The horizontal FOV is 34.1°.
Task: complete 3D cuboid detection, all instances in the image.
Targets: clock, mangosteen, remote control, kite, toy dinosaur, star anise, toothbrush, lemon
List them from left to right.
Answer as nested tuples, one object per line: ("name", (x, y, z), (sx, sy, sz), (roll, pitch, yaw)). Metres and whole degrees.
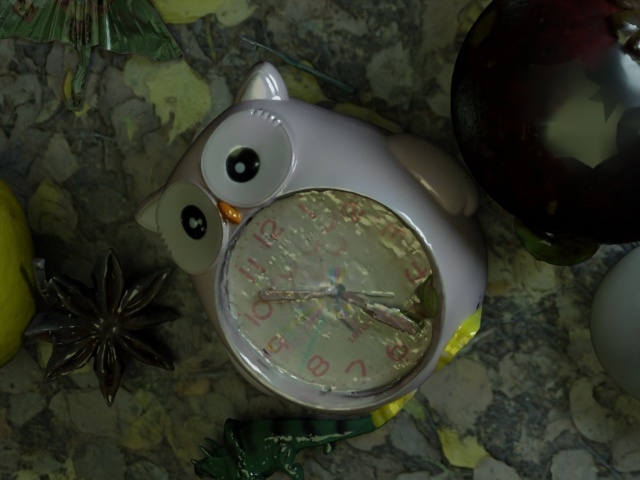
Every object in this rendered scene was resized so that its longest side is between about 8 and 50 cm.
("lemon", (-0.525, 0.044, 1.373), (0.336, 0.336, 0.336), (4, 104, 16))
("kite", (-0.318, -0.304, 1.387), (0.323, 0.013, 0.267), (9, 104, 17))
("star anise", (-0.299, 0.100, 1.401), (0.230, 0.081, 0.262), (-41, 122, 5))
("toy dinosaur", (-0.040, 0.289, 1.406), (0.292, 0.079, 0.120), (-7, 102, 15))
("toothbrush", (-0.031, -0.220, 1.317), (0.167, 0.011, 0.014), (27, 114, 10))
("clock", (0.000, 0.000, 1.233), (0.377, 0.250, 0.368), (42, 112, -2))
("mangosteen", (0.278, -0.128, 1.111), (0.306, 0.306, 0.359), (38, 152, 6))
("remote control", (0.471, 0.123, 1.191), (0.332, 0.103, 0.221), (28, 115, 10))
